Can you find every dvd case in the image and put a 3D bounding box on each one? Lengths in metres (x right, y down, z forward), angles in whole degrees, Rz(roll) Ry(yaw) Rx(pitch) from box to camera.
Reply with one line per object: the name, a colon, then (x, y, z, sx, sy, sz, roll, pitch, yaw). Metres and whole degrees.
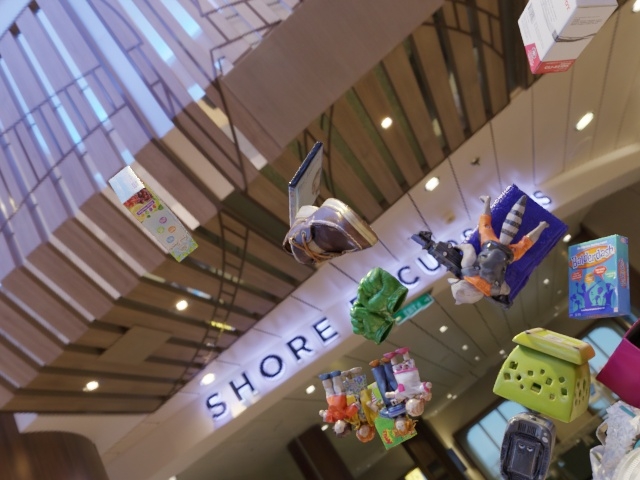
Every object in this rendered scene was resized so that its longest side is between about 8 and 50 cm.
dvd case: (-0.043, -0.157, 1.580, 0.180, 0.022, 0.253, -60, -13, -27)

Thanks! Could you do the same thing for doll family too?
doll family: (0.130, 0.345, 1.134, 0.263, 0.163, 0.118, -24, -25, 21)

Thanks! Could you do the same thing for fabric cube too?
fabric cube: (0.958, 0.330, 1.408, 0.254, 0.259, 0.258, -35, -35, -18)

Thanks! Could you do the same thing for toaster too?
toaster: (0.591, 0.597, 1.490, 0.146, 0.129, 0.227, 3, -84, -57)

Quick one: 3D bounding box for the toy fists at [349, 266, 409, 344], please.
toy fists: (0.168, 0.206, 1.645, 0.096, 0.142, 0.279, -30, -34, -39)

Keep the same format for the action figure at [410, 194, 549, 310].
action figure: (0.434, 0.020, 1.442, 0.330, 0.341, 0.178, -59, -3, -17)

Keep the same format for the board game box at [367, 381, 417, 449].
board game box: (0.196, 0.506, 1.544, 0.092, 0.181, 0.043, -38, -23, 23)

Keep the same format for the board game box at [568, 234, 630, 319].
board game box: (0.756, 0.104, 1.431, 0.047, 0.210, 0.160, 14, -18, -19)

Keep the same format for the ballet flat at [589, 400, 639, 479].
ballet flat: (0.832, 0.598, 1.467, 0.147, 0.147, 0.409, -24, -52, -25)

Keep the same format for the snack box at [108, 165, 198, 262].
snack box: (-0.406, -0.066, 1.277, 0.070, 0.174, 0.207, -40, -51, -9)

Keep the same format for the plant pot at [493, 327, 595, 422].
plant pot: (0.683, 0.386, 1.572, 0.228, 0.227, 0.207, 4, -80, -51)

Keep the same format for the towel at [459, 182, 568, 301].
towel: (0.563, 0.013, 1.560, 0.308, 0.228, 0.076, -52, -2, 1)

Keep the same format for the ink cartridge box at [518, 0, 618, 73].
ink cartridge box: (0.670, -0.627, 1.448, 0.114, 0.197, 0.273, -6, -18, -3)

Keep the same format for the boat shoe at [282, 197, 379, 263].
boat shoe: (0.000, 0.000, 1.044, 0.123, 0.123, 0.342, -49, 19, -12)

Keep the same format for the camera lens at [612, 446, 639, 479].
camera lens: (0.693, 0.498, 0.951, 0.219, 0.219, 0.274, -37, -11, -3)
